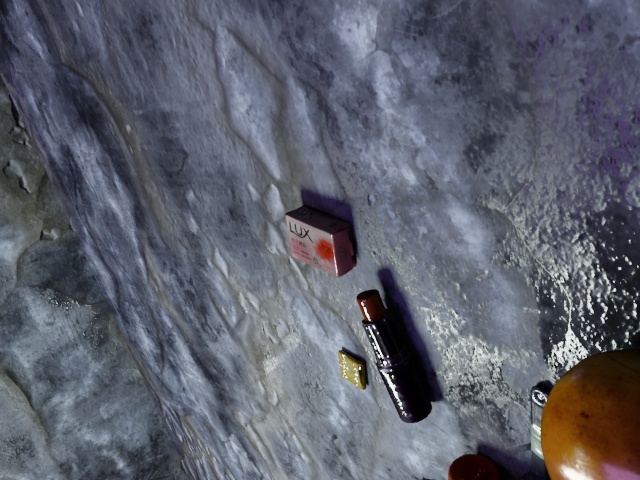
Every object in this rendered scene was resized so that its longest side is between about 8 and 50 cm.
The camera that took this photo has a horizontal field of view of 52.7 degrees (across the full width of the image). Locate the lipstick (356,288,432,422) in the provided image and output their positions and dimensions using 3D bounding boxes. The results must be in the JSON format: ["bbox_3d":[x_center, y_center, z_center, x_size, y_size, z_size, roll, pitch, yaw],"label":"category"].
[{"bbox_3d":[0.147,0.234,1.320,0.081,0.081,0.300,-5,113,53],"label":"lipstick"}]

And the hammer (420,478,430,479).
[{"bbox_3d":[0.270,0.555,1.480,0.123,0.014,0.029,-24,88,59],"label":"hammer"}]

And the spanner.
[{"bbox_3d":[0.395,0.383,1.176,0.087,0.024,0.316,25,135,47],"label":"spanner"}]

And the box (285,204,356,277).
[{"bbox_3d":[0.000,0.000,1.343,0.156,0.060,0.111,21,130,41],"label":"box"}]

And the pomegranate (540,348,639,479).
[{"bbox_3d":[0.425,0.269,0.858,0.264,0.264,0.264,32,138,34],"label":"pomegranate"}]

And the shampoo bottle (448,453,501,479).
[{"bbox_3d":[0.321,0.578,1.347,0.104,0.104,0.278,23,133,41],"label":"shampoo bottle"}]

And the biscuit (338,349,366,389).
[{"bbox_3d":[0.075,0.305,1.523,0.081,0.018,0.083,23,132,41],"label":"biscuit"}]
